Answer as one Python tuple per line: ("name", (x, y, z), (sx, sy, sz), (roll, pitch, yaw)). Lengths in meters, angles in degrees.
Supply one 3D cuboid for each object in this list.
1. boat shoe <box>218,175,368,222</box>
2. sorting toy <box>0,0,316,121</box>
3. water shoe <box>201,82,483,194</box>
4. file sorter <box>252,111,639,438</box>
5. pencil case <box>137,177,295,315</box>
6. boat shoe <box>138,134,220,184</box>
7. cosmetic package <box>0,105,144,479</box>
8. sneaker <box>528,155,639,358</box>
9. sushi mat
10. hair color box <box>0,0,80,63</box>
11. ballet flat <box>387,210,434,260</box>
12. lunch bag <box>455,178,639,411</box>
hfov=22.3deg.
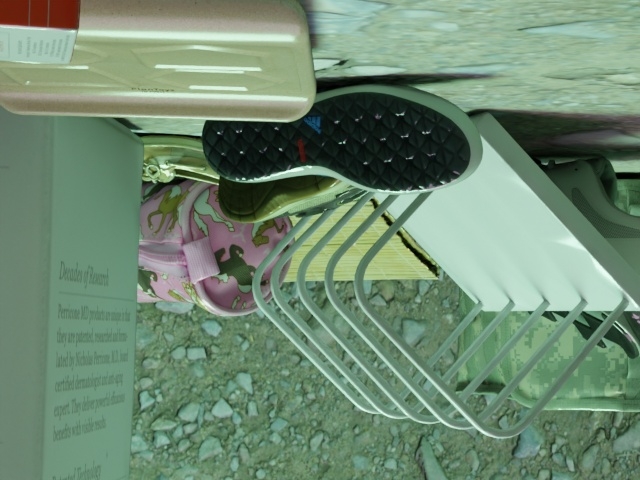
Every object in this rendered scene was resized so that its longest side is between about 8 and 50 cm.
("boat shoe", (-0.010, -0.053, 1.289), (0.073, 0.080, 0.223), (9, 169, -28))
("sorting toy", (-0.100, -0.103, 0.863), (0.193, 0.038, 0.208), (2, 172, 1))
("water shoe", (0.019, -0.077, 1.094), (0.203, 0.073, 0.080), (5, -160, 25))
("file sorter", (0.086, 0.037, 1.306), (0.193, 0.173, 0.277), (46, 165, -12))
("pencil case", (-0.206, 0.004, 1.774), (0.386, 0.167, 0.160), (-2, 140, 43))
("boat shoe", (-0.114, -0.064, 1.413), (0.153, 0.048, 0.056), (3, 177, -18))
("cosmetic package", (-0.325, 0.092, 1.211), (0.329, 0.394, 0.327), (1, 177, 5))
("sneaker", (0.196, -0.020, 1.483), (0.330, 0.146, 0.122), (28, 165, 37))
("sushi mat", (0.000, 0.000, 2.088), (0.316, 0.019, 0.151), (-2, 139, 48))
("hair color box", (-0.181, -0.106, 0.650), (0.167, 0.053, 0.093), (1, 178, -11))
("ballet flat", (0.131, -0.008, 2.056), (0.241, 0.077, 0.091), (1, 178, 29))
("lunch bag", (0.257, 0.057, 1.706), (0.168, 0.235, 0.287), (2, 177, -18))
